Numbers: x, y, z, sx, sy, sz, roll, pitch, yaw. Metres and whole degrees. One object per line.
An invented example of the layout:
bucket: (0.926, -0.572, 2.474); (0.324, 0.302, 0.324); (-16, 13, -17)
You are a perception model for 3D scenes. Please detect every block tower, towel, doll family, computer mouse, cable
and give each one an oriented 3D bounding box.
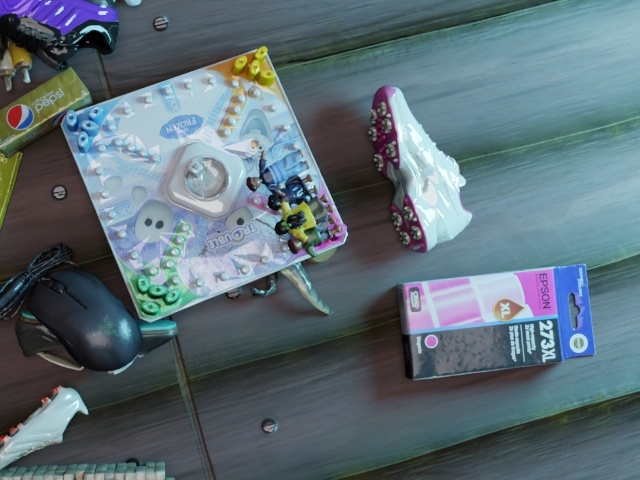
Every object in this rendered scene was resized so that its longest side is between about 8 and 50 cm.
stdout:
block tower: (-0.418, 0.434, 1.673); (0.335, 0.097, 0.091); (0, 88, -9)
towel: (-0.600, -0.055, 1.702); (0.102, 0.021, 0.237); (17, 86, -7)
doll family: (-0.050, -0.063, 1.650); (0.111, 0.076, 0.193); (-27, 79, -10)
computer mouse: (-0.414, 0.113, 1.621); (0.272, 0.072, 0.188); (33, 60, 20)
cable: (-0.567, -0.404, 1.717); (0.139, 0.072, 0.287); (-1, 75, 9)

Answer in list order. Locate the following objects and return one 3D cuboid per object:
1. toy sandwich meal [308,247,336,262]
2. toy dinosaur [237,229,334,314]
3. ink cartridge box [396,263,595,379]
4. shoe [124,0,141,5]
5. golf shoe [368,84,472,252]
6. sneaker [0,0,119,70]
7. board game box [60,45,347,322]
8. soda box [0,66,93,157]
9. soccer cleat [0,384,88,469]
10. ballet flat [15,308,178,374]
toy sandwich meal: (0.000, 0.000, 1.765); (0.085, 0.029, 0.086); (-23, 128, -32)
toy dinosaur: (-0.083, 0.038, 1.748); (0.118, 0.064, 0.268); (-28, 95, -14)
ink cartridge box: (0.331, 0.147, 1.798); (0.370, 0.069, 0.176); (-6, 89, -10)
shoe: (-0.371, -0.501, 1.732); (0.081, 0.063, 0.178); (-4, 107, 21)
golf shoe: (0.180, -0.137, 1.773); (0.140, 0.115, 0.306); (-18, 97, -18)
sneaker: (-0.472, -0.358, 1.639); (0.293, 0.102, 0.146); (-7, 82, -30)
board game box: (-0.197, -0.109, 1.694); (0.389, 0.050, 0.390); (-22, 82, -14)
soda box: (-0.488, -0.221, 1.694); (0.181, 0.058, 0.061); (-35, 84, -12)
soccer cleat: (-0.482, 0.331, 1.664); (0.196, 0.068, 0.076); (-44, 100, -25)
ballet flat: (-0.385, 0.176, 1.693); (0.280, 0.095, 0.096); (5, 97, 3)
